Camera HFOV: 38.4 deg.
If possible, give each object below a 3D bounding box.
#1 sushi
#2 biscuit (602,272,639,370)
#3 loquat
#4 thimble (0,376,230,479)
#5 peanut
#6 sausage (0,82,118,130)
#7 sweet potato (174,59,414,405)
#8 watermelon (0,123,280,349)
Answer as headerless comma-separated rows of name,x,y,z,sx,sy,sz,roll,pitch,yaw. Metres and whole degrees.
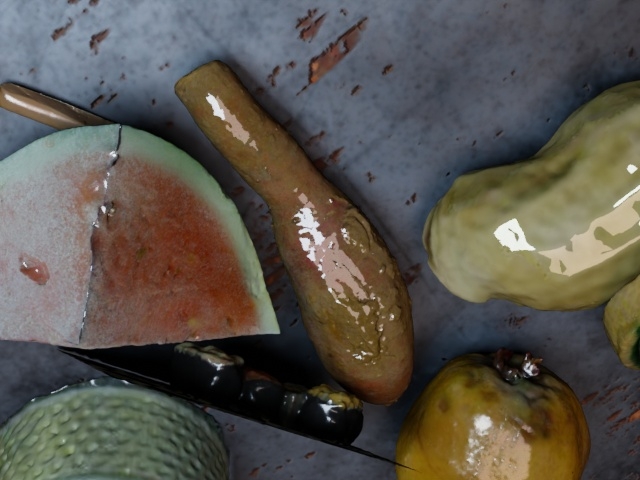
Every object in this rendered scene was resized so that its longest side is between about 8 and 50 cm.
sushi,-0.077,0.131,0.844,0.290,0.264,0.050,21,80,-22
biscuit,0.408,0.035,0.848,0.287,0.057,0.344,-38,152,21
loquat,0.176,0.212,0.948,0.187,0.176,0.234,3,121,-30
thimble,-0.217,0.289,0.927,0.271,0.150,0.270,-4,118,-8
peanut,0.266,-0.033,0.835,0.340,0.158,0.174,-35,120,9
sausage,-0.221,-0.105,0.789,0.116,0.026,0.026,21,112,-19
sweet potato,0.000,0.000,0.841,0.109,0.109,0.385,-25,112,4
watermelon,-0.180,0.027,0.792,0.260,0.176,0.256,8,135,-50
